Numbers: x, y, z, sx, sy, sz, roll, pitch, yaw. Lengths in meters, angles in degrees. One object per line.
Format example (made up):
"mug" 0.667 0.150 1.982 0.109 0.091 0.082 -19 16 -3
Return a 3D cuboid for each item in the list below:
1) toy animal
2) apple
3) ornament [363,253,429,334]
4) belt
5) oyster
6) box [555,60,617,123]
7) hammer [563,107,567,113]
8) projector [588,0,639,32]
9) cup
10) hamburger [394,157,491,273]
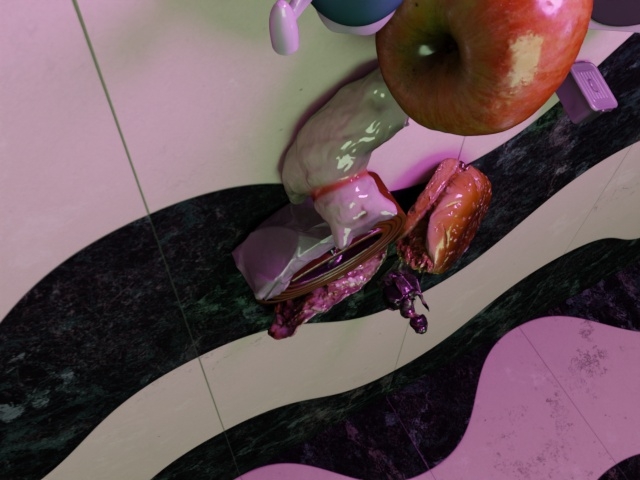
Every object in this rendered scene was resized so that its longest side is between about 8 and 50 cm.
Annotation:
"toy animal" 0.086 -0.145 1.291 0.308 0.188 0.266 -26 146 -3
"apple" 0.230 -0.299 1.055 0.250 0.277 0.309 -33 176 -38
"ornament" 0.233 0.148 1.974 0.153 0.196 0.166 -19 154 -23
"belt" 0.000 0.000 1.518 0.338 0.122 0.217 -28 157 -8
"oyster" 0.042 0.088 1.783 0.396 0.111 0.204 -40 171 14
"box" 0.543 -0.302 1.592 0.084 0.122 0.069 -13 161 -33
"hammer" 0.574 -0.308 1.721 0.083 0.031 0.052 -18 157 -51
"projector" 0.520 -0.459 1.247 0.259 0.079 0.257 1 145 -13
"cup" 0.043 -0.332 0.907 0.300 0.167 0.173 -50 166 -13
"hamburger" 0.264 -0.049 1.649 0.286 0.146 0.243 -43 155 -35
